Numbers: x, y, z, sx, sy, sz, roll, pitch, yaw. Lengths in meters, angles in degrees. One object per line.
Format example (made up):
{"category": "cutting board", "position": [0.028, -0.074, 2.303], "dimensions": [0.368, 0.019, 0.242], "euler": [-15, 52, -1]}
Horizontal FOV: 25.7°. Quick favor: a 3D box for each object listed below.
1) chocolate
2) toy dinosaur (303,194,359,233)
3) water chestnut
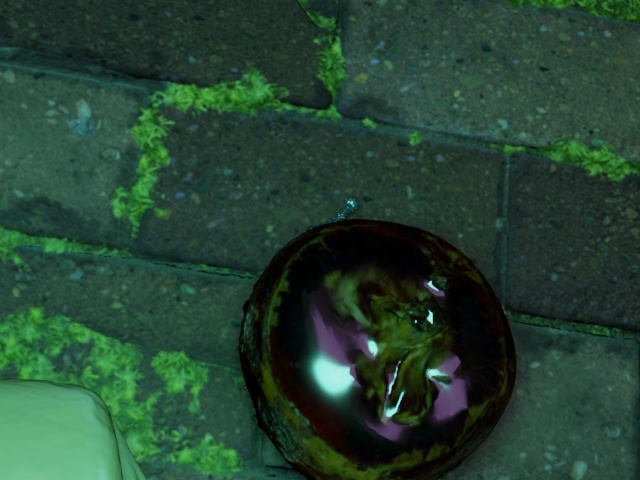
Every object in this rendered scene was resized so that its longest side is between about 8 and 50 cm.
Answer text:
{"category": "chocolate", "position": [-0.326, 0.276, 1.491], "dimensions": [0.297, 0.314, 0.326], "euler": [-12, 108, -16]}
{"category": "toy dinosaur", "position": [0.000, 0.000, 1.817], "dimensions": [0.049, 0.055, 0.154], "euler": [36, 68, 7]}
{"category": "water chestnut", "position": [0.072, 0.122, 1.647], "dimensions": [0.350, 0.302, 0.350], "euler": [3, 72, -10]}
